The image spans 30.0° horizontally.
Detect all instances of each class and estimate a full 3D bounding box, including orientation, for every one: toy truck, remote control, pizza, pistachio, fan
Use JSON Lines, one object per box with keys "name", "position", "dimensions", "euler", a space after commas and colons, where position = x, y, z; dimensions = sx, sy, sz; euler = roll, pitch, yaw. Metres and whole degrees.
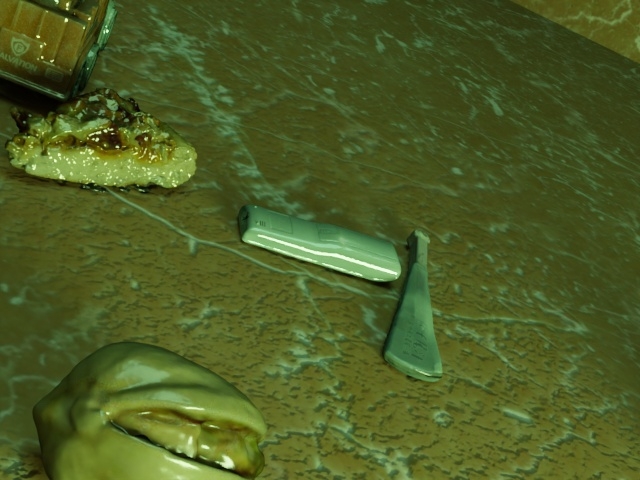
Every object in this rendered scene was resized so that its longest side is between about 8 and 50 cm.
{"name": "toy truck", "position": [-0.280, -0.287, 1.298], "dimensions": [0.133, 0.184, 0.338], "euler": [21, 24, -10]}
{"name": "remote control", "position": [0.000, 0.000, 1.166], "dimensions": [0.162, 0.029, 0.061], "euler": [17, 23, -17]}
{"name": "pizza", "position": [-0.219, -0.103, 1.118], "dimensions": [0.154, 0.069, 0.194], "euler": [36, 25, 21]}
{"name": "pistachio", "position": [-0.101, 0.124, 0.739], "dimensions": [0.149, 0.113, 0.113], "euler": [29, 19, -30]}
{"name": "fan", "position": [0.096, 0.057, 1.154], "dimensions": [0.057, 0.023, 0.282], "euler": [22, 25, -2]}
